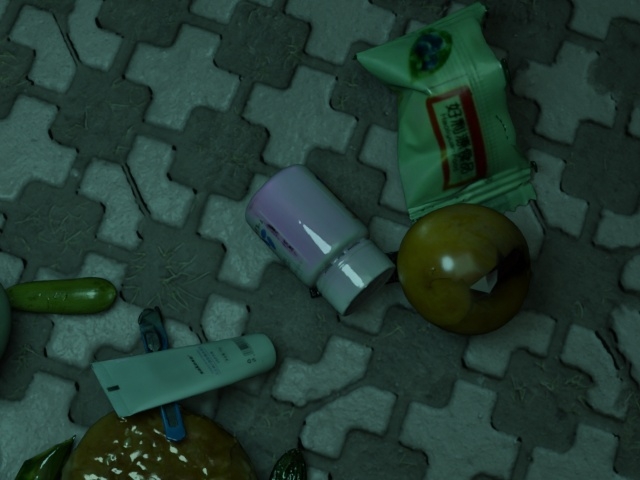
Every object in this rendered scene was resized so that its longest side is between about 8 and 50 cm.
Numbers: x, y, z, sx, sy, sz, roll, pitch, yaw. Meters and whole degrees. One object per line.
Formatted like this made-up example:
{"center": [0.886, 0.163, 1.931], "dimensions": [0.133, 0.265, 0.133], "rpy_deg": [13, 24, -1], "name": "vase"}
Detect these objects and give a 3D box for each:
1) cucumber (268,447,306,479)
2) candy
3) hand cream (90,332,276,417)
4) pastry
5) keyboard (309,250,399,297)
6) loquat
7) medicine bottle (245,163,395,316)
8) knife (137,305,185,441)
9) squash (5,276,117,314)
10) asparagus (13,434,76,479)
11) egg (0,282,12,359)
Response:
{"center": [-0.064, 0.486, 1.413], "dimensions": [0.077, 0.077, 0.265], "rpy_deg": [2, 77, -4], "name": "cucumber"}
{"center": [0.239, -0.212, 1.547], "dimensions": [0.263, 0.172, 0.397], "rpy_deg": [-19, 101, 3], "name": "candy"}
{"center": [-0.208, 0.209, 1.376], "dimensions": [0.321, 0.067, 0.109], "rpy_deg": [-7, 47, -42], "name": "hand cream"}
{"center": [-0.254, 0.417, 1.351], "dimensions": [0.316, 0.184, 0.284], "rpy_deg": [28, 58, 6], "name": "pastry"}
{"center": [0.072, 0.059, 1.533], "dimensions": [0.196, 0.018, 0.060], "rpy_deg": [-11, 82, -5], "name": "keyboard"}
{"center": [0.248, 0.047, 1.441], "dimensions": [0.235, 0.235, 0.235], "rpy_deg": [1, 79, -4], "name": "loquat"}
{"center": [0.000, 0.000, 1.458], "dimensions": [0.152, 0.152, 0.254], "rpy_deg": [-40, 77, -10], "name": "medicine bottle"}
{"center": [-0.263, 0.212, 1.390], "dimensions": [0.044, 0.026, 0.296], "rpy_deg": [-3, 40, -22], "name": "knife"}
{"center": [-0.458, 0.098, 1.463], "dimensions": [0.201, 0.066, 0.066], "rpy_deg": [-2, 79, -4], "name": "squash"}
{"center": [-0.506, 0.473, 1.379], "dimensions": [0.085, 0.082, 0.343], "rpy_deg": [21, 77, 4], "name": "asparagus"}
{"center": [-0.679, 0.176, 1.325], "dimensions": [0.389, 0.276, 0.276], "rpy_deg": [-32, 83, -9], "name": "egg"}
